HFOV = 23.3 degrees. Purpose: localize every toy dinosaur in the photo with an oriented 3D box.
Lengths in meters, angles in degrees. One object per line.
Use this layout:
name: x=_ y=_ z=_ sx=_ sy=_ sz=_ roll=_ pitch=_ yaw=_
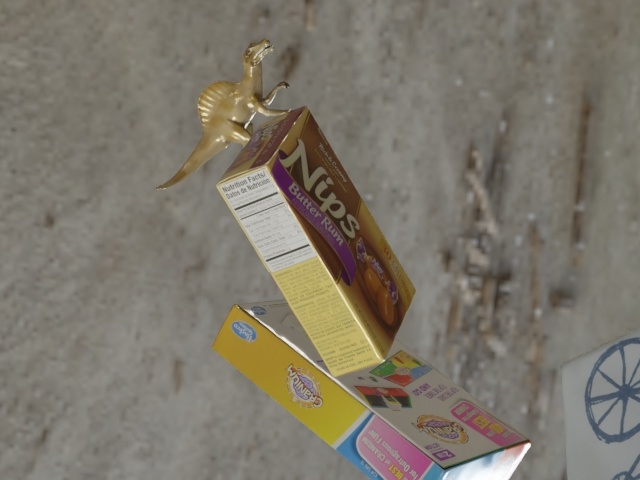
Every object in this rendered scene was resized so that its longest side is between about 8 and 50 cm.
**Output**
toy dinosaur: x=-0.086 y=-0.113 z=1.546 sx=0.183 sy=0.092 sz=0.053 roll=-57 pitch=-165 yaw=6

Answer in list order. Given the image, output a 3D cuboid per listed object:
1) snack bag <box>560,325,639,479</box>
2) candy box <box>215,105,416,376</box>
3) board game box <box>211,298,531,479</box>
snack bag: x=0.312 y=0.157 z=1.125 sx=0.037 sy=0.342 sz=0.323 roll=28 pitch=45 yaw=-29
candy box: x=0.000 y=0.000 z=1.221 sx=0.187 sy=0.053 sz=0.109 roll=60 pitch=29 yaw=-18
board game box: x=0.062 y=0.180 z=1.800 sx=0.242 sy=0.316 sz=0.064 roll=-2 pitch=124 yaw=-59
